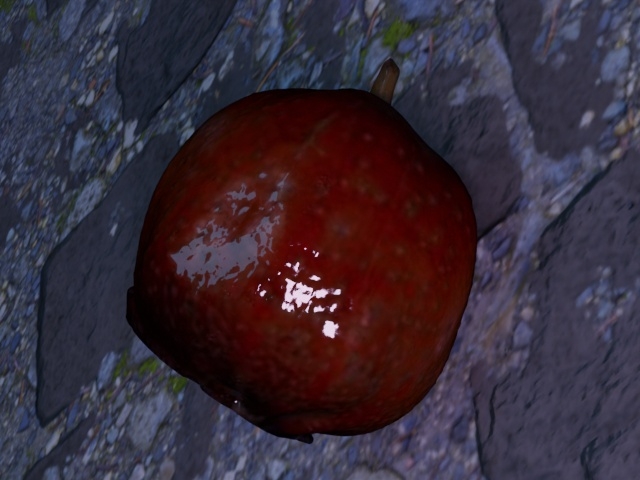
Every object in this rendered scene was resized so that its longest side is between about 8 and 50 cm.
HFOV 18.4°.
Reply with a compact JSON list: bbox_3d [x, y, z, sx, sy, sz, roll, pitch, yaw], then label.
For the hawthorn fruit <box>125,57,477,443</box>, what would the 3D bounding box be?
[{"bbox_3d":[0.000,0.000,1.243,0.215,0.215,0.250,-4,56,59],"label":"hawthorn fruit"}]
